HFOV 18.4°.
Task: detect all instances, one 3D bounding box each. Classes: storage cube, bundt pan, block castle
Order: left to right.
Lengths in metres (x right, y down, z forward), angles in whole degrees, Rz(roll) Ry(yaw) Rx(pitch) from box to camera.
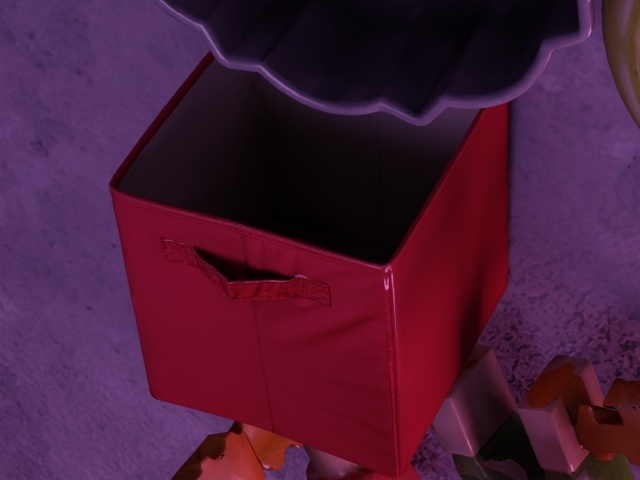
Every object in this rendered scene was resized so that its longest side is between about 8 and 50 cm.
[{"bbox_3d":[0.000,0.000,1.229,0.183,0.215,0.193,16,139,20],"label":"storage cube"},{"bbox_3d":[0.029,-0.233,1.071,0.331,0.124,0.331,18,134,19],"label":"bundt pan"},{"bbox_3d":[0.091,0.234,1.252,0.453,0.303,0.213,4,128,44],"label":"block castle"}]

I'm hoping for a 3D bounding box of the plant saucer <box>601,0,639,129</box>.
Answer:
[{"bbox_3d":[0.263,-0.101,1.083,0.241,0.037,0.241,16,128,22],"label":"plant saucer"}]
